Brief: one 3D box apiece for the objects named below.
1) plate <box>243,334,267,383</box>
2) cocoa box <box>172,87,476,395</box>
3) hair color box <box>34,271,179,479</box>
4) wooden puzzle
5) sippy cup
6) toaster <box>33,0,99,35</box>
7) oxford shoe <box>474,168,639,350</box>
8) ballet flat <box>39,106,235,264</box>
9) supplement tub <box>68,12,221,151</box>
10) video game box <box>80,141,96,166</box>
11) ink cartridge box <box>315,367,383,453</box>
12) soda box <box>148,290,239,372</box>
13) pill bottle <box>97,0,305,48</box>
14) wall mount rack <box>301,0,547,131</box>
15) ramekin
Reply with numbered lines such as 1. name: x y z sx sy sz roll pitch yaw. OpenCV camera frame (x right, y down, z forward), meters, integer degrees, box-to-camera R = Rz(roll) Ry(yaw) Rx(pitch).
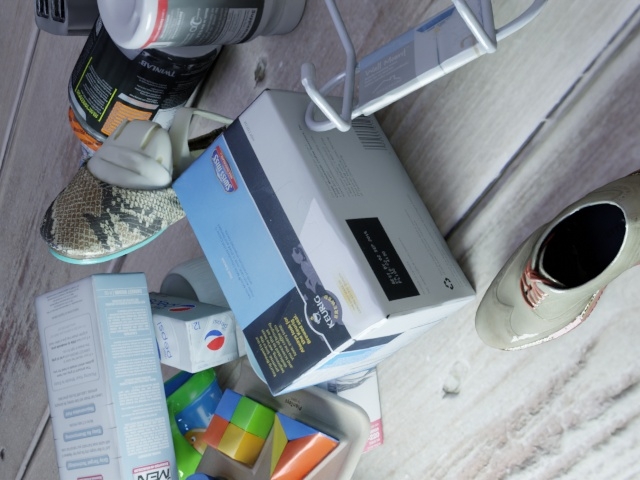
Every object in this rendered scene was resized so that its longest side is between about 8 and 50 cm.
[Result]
1. plate: -0.060 0.134 1.487 0.188 0.024 0.188 -7 81 50
2. cocoa box: 0.000 0.000 1.315 0.228 0.231 0.347 -39 69 34
3. hair color box: -0.363 0.256 1.604 0.185 0.113 0.374 -19 78 41
4. wooden puzzle: -0.105 0.372 1.451 0.322 0.080 0.348 13 79 50
5. sippy cup: -0.241 0.379 1.775 0.240 0.305 0.224 -32 97 30
6. toaster: -0.507 -0.501 1.951 0.168 0.110 0.186 26 120 47
7. oxford shoe: 0.267 0.031 1.100 0.123 0.130 0.348 60 139 21
8. ballet flat: -0.231 -0.113 1.434 0.164 0.483 0.182 26 115 21
9. supplement tub: -0.324 -0.304 1.696 0.338 0.207 0.207 -44 66 48
10. video game box: -0.449 -0.155 2.032 0.205 0.048 0.187 39 127 40
11. ink cartridge box: 0.010 0.222 1.518 0.158 0.092 0.218 4 104 51
12. soda box: -0.263 0.156 1.664 0.286 0.098 0.091 6 105 51
13. pill bottle: -0.172 -0.372 1.416 0.161 0.283 0.161 19 114 48
14. wall mount rack: 0.094 -0.294 1.167 0.350 0.130 0.304 -26 37 25
15. ramekin: -0.211 0.127 1.760 0.207 0.109 0.207 19 115 47
